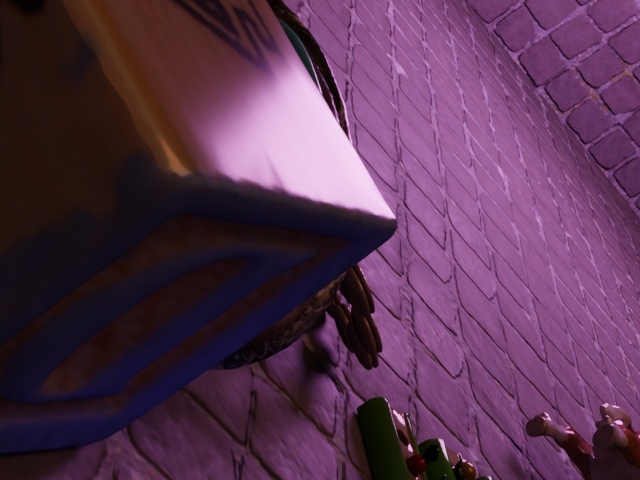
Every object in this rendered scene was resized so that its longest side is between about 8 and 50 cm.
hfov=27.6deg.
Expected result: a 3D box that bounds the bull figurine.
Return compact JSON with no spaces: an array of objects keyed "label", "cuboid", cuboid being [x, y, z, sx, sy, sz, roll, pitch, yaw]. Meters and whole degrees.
[{"label":"bull figurine","cuboid":[0.276,0.267,1.079,0.188,0.101,0.310,40,24,-32]}]

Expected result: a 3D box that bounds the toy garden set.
[{"label":"toy garden set","cuboid":[0.135,0.230,0.884,0.244,0.049,0.204,39,23,-37]}]

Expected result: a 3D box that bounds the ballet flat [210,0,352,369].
[{"label":"ballet flat","cuboid":[-0.089,-0.100,0.800,0.182,0.164,0.483,74,-7,-57]}]

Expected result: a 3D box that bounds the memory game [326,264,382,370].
[{"label":"memory game","cuboid":[0.000,0.000,0.882,0.186,0.012,0.186,158,-90,-81]}]

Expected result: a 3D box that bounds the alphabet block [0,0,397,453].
[{"label":"alphabet block","cuboid":[-0.117,-0.041,0.532,0.197,0.192,0.193,59,17,17]}]

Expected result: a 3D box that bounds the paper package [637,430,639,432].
[{"label":"paper package","cuboid":[0.561,0.273,1.411,0.168,0.325,0.309,31,30,-49]}]
